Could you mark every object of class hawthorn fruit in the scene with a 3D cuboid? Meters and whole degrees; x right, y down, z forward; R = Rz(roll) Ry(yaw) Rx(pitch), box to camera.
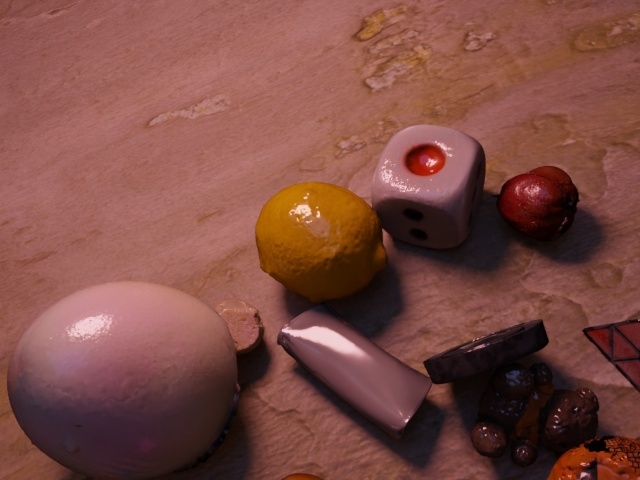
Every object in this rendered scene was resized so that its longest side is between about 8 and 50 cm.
[{"bbox_3d":[0.420,-0.076,1.309,0.172,0.148,0.148,10,60,42],"label":"hawthorn fruit"}]

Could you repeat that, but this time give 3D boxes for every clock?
[{"bbox_3d":[0.283,0.191,1.132,0.215,0.215,0.041,-21,81,1],"label":"clock"}]

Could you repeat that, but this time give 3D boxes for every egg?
[{"bbox_3d":[-0.370,0.233,1.141,0.355,0.340,0.354,-11,70,31],"label":"egg"}]

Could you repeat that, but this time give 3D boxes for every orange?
[{"bbox_3d":[0.443,0.408,0.968,0.235,0.182,0.234,-9,45,9],"label":"orange"}]

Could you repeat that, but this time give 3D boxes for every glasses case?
[{"bbox_3d":[0.066,0.236,1.237,0.308,0.083,0.128,34,66,30],"label":"glasses case"}]

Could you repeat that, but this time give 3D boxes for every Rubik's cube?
[{"bbox_3d":[0.614,0.196,1.141,0.178,0.211,0.190,-17,87,-20],"label":"Rubik's cube"}]

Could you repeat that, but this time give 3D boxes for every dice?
[{"bbox_3d":[0.221,-0.108,1.345,0.194,0.191,0.193,13,61,20],"label":"dice"}]

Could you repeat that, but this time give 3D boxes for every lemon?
[{"bbox_3d":[0.000,0.000,1.315,0.288,0.233,0.233,21,66,21],"label":"lemon"}]

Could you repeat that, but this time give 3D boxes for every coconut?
[{"bbox_3d":[-0.172,0.173,1.321,0.116,0.122,0.116,2,83,-16],"label":"coconut"}]

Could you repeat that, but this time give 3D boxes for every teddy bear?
[{"bbox_3d":[0.361,0.290,1.105,0.190,0.140,0.177,17,94,14],"label":"teddy bear"}]

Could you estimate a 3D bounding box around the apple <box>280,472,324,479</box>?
[{"bbox_3d":[-0.027,0.442,1.117,0.114,0.102,0.099,26,67,35],"label":"apple"}]
